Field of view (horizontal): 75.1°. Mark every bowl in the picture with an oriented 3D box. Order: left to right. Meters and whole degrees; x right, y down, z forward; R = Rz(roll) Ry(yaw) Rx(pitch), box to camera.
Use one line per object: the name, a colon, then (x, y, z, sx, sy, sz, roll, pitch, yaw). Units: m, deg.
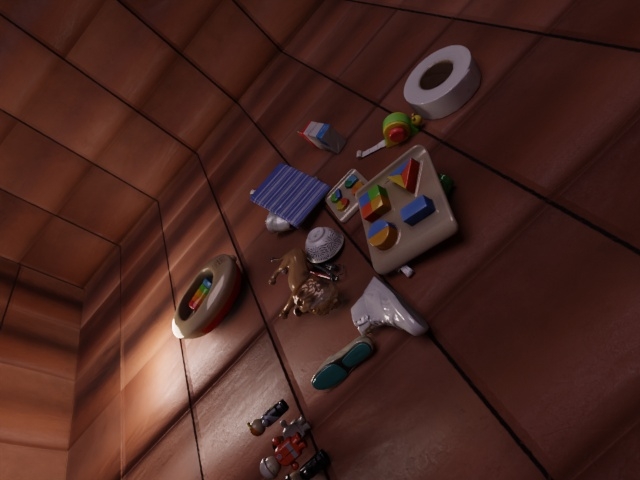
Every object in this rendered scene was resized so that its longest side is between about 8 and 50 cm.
bowl: (0.000, 0.000, 1.648, 0.170, 0.080, 0.170, -24, 36, 19)

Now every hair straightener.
hair straightener: (0.014, 0.101, 1.612, 0.231, 0.047, 0.089, 10, 70, 55)

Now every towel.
towel: (-0.143, -0.212, 1.897, 0.336, 0.040, 0.243, 31, 77, 33)

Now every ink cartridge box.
ink cartridge box: (0.003, -0.500, 2.004, 0.078, 0.134, 0.231, -56, 39, -1)

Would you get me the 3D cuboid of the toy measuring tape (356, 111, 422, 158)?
toy measuring tape: (0.260, -0.439, 1.710, 0.330, 0.121, 0.121, -20, 50, 36)

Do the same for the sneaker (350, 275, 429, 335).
sneaker: (0.200, 0.246, 1.281, 0.169, 0.108, 0.292, -53, 28, 5)

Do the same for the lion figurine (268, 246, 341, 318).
lion figurine: (-0.078, 0.139, 1.572, 0.240, 0.142, 0.392, -53, 50, 30)

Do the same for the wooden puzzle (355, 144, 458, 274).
wooden puzzle: (0.253, -0.106, 1.373, 0.322, 0.081, 0.347, -37, 52, 34)

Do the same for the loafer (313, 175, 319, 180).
loafer: (-0.018, -0.244, 1.922, 0.045, 0.039, 0.125, 119, 162, -52)

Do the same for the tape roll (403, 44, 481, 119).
tape roll: (0.475, -0.618, 1.632, 0.286, 0.100, 0.286, -26, 46, 30)

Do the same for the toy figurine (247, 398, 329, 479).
toy figurine: (-0.102, 0.606, 1.228, 0.148, 0.213, 0.209, -40, 39, -5)

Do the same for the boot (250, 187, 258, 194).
boot: (-0.245, -0.278, 2.141, 0.244, 0.088, 0.176, 13, 71, 43)

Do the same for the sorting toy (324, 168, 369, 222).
sorting toy: (0.114, -0.194, 1.740, 0.193, 0.038, 0.208, -46, 39, 11)

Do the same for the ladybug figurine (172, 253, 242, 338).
ladybug figurine: (-0.510, 0.268, 1.941, 0.449, 0.162, 0.305, -54, 38, 1)

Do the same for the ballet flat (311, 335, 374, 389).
ballet flat: (0.071, 0.386, 1.334, 0.248, 0.086, 0.086, -40, 40, 15)

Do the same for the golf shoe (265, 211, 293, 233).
golf shoe: (-0.151, -0.167, 1.957, 0.140, 0.115, 0.306, 1, 65, 29)

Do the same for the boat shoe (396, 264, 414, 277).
boat shoe: (0.265, 0.091, 1.377, 0.035, 0.035, 0.100, -51, 45, 0)

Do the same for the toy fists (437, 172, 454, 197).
toy fists: (0.325, -0.174, 1.462, 0.279, 0.096, 0.142, 23, 84, 50)
